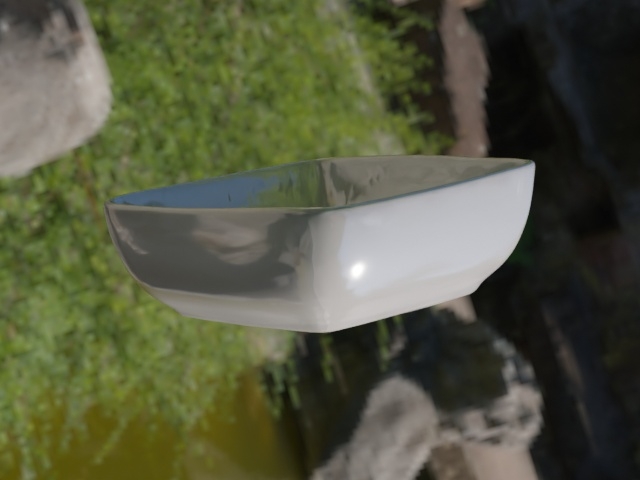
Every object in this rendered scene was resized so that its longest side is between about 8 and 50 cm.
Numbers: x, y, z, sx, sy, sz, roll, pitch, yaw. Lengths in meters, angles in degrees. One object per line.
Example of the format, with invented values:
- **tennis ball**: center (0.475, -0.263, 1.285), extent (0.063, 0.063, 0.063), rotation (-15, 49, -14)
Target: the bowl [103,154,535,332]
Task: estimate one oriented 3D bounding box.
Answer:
- **bowl**: center (0.000, 0.000, 0.716), extent (0.142, 0.142, 0.053), rotation (-13, 103, -44)
